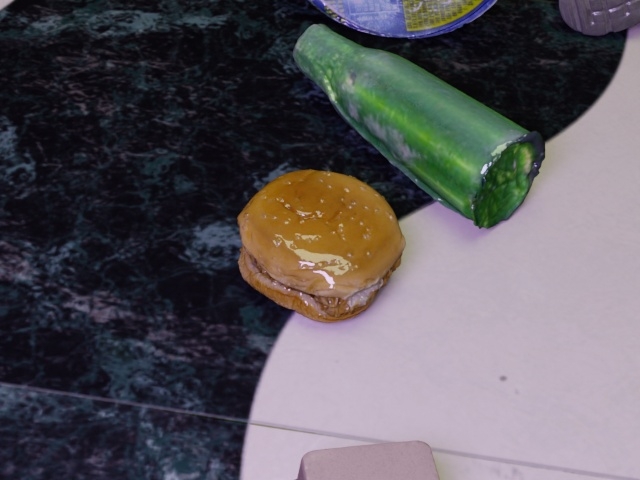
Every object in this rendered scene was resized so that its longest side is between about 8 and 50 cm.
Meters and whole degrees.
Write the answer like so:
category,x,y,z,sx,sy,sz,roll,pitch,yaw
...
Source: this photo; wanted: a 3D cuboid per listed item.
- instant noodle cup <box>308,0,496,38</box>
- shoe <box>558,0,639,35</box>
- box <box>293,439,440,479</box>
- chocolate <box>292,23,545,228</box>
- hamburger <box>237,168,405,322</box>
category,x,y,z,sx,sy,sz,roll,pitch,yaw
instant noodle cup,0.109,-0.423,1.541,0.284,0.284,0.312,12,38,6
shoe,0.375,-0.316,1.546,0.228,0.099,0.125,-19,29,7
box,0.038,0.202,1.033,0.122,0.062,0.089,-4,46,-9
chocolate,0.084,-0.128,1.345,0.110,0.110,0.291,-30,53,-30
hamburger,0.000,0.000,1.217,0.147,0.083,0.138,30,46,18
